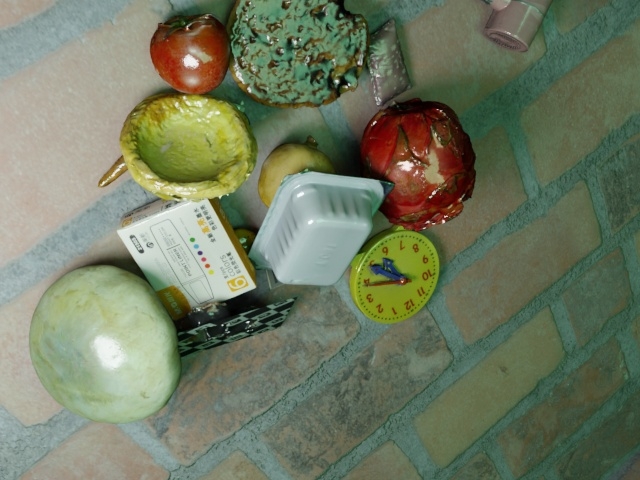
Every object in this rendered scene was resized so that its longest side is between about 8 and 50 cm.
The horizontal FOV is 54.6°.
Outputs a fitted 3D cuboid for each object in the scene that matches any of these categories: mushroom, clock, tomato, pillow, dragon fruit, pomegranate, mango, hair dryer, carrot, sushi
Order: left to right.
[{"bbox_3d":[-0.451,0.223,1.324,0.260,0.351,0.353,-34,134,-64],"label":"mushroom"},{"bbox_3d":[-0.414,-0.170,1.324,0.165,0.035,0.035,-47,122,-3],"label":"carrot"},{"bbox_3d":[-0.254,-0.376,1.256,0.167,0.167,0.168,-10,113,-23],"label":"tomato"},{"bbox_3d":[-0.213,0.188,1.481,0.292,0.294,0.059,-14,72,-20],"label":"sushi"},{"bbox_3d":[-0.207,0.013,1.490,0.114,0.057,0.079,-25,126,-5],"label":"mango"},{"bbox_3d":[-0.049,-0.150,1.442,0.196,0.196,0.196,-10,113,-23],"label":"pomegranate"},{"bbox_3d":[0.163,-0.430,1.509,0.118,0.043,0.185,-32,120,-15],"label":"pillow"},{"bbox_3d":[0.213,0.100,1.724,0.277,0.071,0.294,-39,122,-8],"label":"clock"},{"bbox_3d":[0.234,-0.185,1.493,0.295,0.295,0.302,-19,116,-19],"label":"dragon fruit"},{"bbox_3d":[0.423,-0.642,1.524,0.352,0.125,0.211,23,97,-25],"label":"hair dryer"}]

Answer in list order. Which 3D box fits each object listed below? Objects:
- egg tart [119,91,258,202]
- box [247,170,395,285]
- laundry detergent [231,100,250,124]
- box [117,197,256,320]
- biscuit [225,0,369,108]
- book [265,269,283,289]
[{"bbox_3d":[-0.268,-0.181,1.269,0.293,0.294,0.123,-15,151,-21],"label":"egg tart"},{"bbox_3d":[0.000,0.000,1.416,0.264,0.106,0.337,3,140,-24],"label":"box"},{"bbox_3d":[-0.214,-0.216,1.383,0.096,0.061,0.207,20,101,0],"label":"laundry detergent"},{"bbox_3d":[-0.292,0.027,1.398,0.220,0.091,0.274,-24,120,5],"label":"box"},{"bbox_3d":[-0.051,-0.440,1.378,0.333,0.081,0.290,2,109,-23],"label":"biscuit"},{"bbox_3d":[-0.061,0.039,1.595,0.181,0.014,0.127,-21,118,-19],"label":"book"}]
